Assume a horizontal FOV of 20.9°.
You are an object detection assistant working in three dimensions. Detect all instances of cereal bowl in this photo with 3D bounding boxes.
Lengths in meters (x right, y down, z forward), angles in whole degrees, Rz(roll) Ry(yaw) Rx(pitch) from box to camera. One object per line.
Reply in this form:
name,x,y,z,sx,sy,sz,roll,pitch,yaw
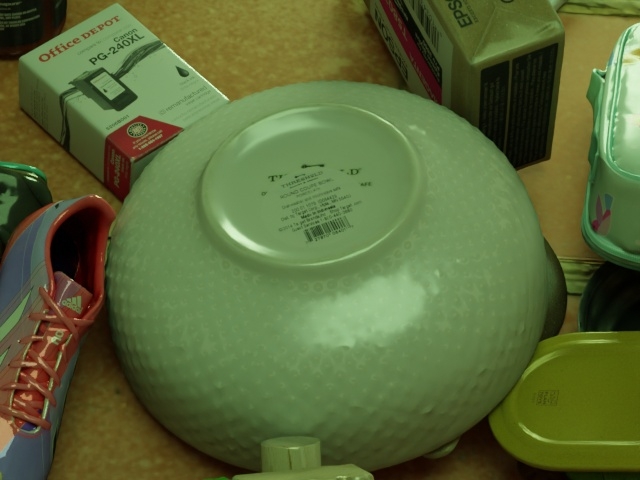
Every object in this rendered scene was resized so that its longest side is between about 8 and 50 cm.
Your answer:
cereal bowl,0.000,0.000,1.291,0.339,0.141,0.339,-3,49,4

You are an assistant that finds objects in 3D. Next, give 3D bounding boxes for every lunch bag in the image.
lunch bag,0.324,-0.072,1.416,0.224,0.108,0.279,9,34,9

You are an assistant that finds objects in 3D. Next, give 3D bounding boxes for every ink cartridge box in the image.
ink cartridge box,-0.166,-0.116,1.447,0.109,0.063,0.150,-35,63,-29
ink cartridge box,0.111,-0.191,1.443,0.088,0.193,0.235,-21,61,-9

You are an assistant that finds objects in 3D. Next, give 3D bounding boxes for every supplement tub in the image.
supplement tub,-0.266,-0.256,1.461,0.106,0.198,0.106,4,51,-5

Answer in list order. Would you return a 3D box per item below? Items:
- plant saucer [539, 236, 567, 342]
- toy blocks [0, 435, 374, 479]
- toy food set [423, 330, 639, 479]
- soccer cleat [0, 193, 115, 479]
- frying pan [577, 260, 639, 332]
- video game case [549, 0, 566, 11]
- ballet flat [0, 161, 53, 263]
plant saucer,0.103,0.023,1.388,0.198,0.036,0.199,4,51,-5
toy blocks,-0.081,0.278,1.032,0.288,0.309,0.260,-3,94,-19
toy food set,0.197,0.135,1.273,0.217,0.071,0.128,-1,45,22
soccer cleat,-0.203,0.078,1.246,0.083,0.095,0.248,29,52,-29
frying pan,0.359,0.094,1.352,0.326,0.053,0.197,11,51,1
video game case,0.145,-0.255,1.624,0.173,0.022,0.190,32,54,18
ballet flat,-0.349,-0.029,1.341,0.280,0.095,0.096,8,63,-1
